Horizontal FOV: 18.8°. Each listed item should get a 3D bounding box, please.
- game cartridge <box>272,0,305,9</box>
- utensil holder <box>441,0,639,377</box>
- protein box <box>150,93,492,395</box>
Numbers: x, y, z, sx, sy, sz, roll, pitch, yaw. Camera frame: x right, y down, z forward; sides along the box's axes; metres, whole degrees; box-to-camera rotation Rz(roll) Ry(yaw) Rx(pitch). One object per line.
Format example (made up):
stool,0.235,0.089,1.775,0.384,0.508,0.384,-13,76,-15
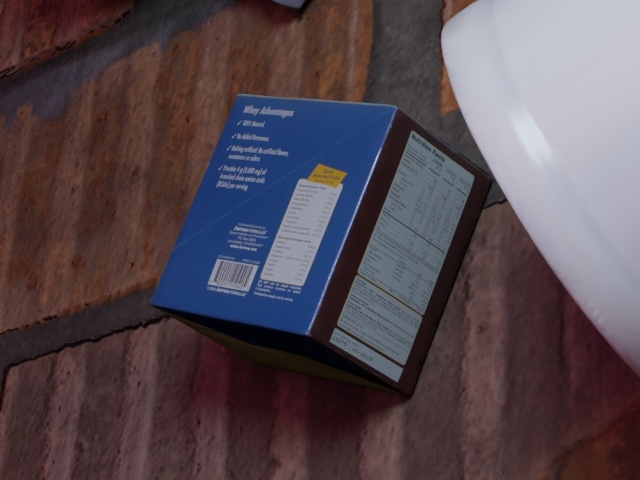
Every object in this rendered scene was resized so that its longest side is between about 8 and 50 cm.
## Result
game cartridge,-0.066,-0.398,1.944,0.230,0.068,0.355,-58,39,13
utensil holder,0.325,-0.120,1.240,0.385,0.327,0.327,-36,45,20
protein box,0.000,0.000,1.609,0.200,0.136,0.201,8,71,46
